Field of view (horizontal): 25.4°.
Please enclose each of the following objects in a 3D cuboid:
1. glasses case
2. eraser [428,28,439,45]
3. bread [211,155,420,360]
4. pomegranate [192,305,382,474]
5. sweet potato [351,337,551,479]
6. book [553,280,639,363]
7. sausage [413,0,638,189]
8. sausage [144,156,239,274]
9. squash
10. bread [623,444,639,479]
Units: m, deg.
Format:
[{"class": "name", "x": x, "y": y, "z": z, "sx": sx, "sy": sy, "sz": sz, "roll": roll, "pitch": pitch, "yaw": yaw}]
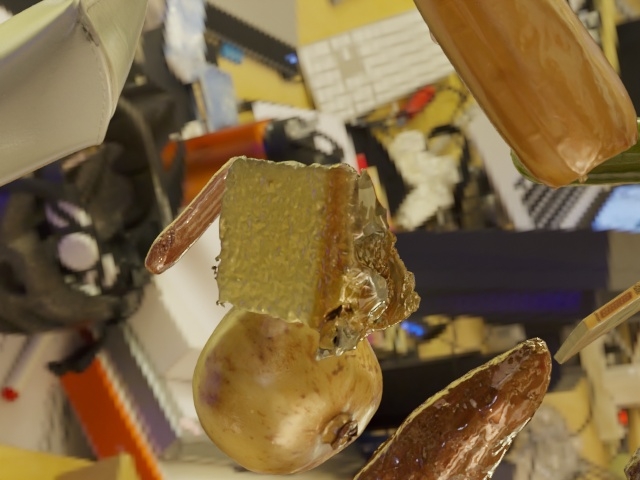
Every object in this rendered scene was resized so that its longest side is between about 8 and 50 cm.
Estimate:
[{"class": "glasses case", "x": -0.213, "y": -0.083, "z": 0.913, "sx": 0.083, "sy": 0.308, "sz": 0.128, "roll": 56, "pitch": 38, "yaw": -19}, {"class": "eraser", "x": 0.147, "y": -0.333, "z": 1.565, "sx": 0.204, "sy": 0.059, "sz": 0.243, "roll": -38, "pitch": 142, "yaw": -60}, {"class": "bread", "x": 0.000, "y": 0.000, "z": 1.126, "sx": 0.127, "sy": 0.147, "sz": 0.152, "roll": -26, "pitch": 120, "yaw": -46}, {"class": "pomegranate", "x": -0.029, "y": 0.161, "z": 1.592, "sx": 0.215, "sy": 0.215, "sz": 0.215, "roll": 23, "pitch": 62, "yaw": -53}, {"class": "sweet potato", "x": 0.119, "y": 0.185, "z": 1.272, "sx": 0.097, "sy": 0.252, "sz": 0.097, "roll": 40, "pitch": 17, "yaw": -14}, {"class": "book", "x": 0.276, "y": 0.041, "z": 1.183, "sx": 0.012, "sy": 0.172, "sz": 0.118, "roll": 55, "pitch": -13, "yaw": 15}, {"class": "sausage", "x": 0.129, "y": -0.191, "z": 1.106, "sx": 0.328, "sy": 0.112, "sz": 0.112, "roll": 58, "pitch": 33, "yaw": 2}, {"class": "sausage", "x": -0.149, "y": -0.032, "z": 1.739, "sx": 0.186, "sy": 0.043, "sz": 0.043, "roll": -50, "pitch": 126, "yaw": -22}, {"class": "squash", "x": 0.269, "y": -0.083, "z": 1.275, "sx": 0.066, "sy": 0.201, "sz": 0.066, "roll": -2, "pitch": 90, "yaw": -67}, {"class": "bread", "x": 0.459, "y": 0.303, "z": 1.584, "sx": 0.232, "sy": 0.246, "sz": 0.135, "roll": -66, "pitch": 150, "yaw": -44}]
